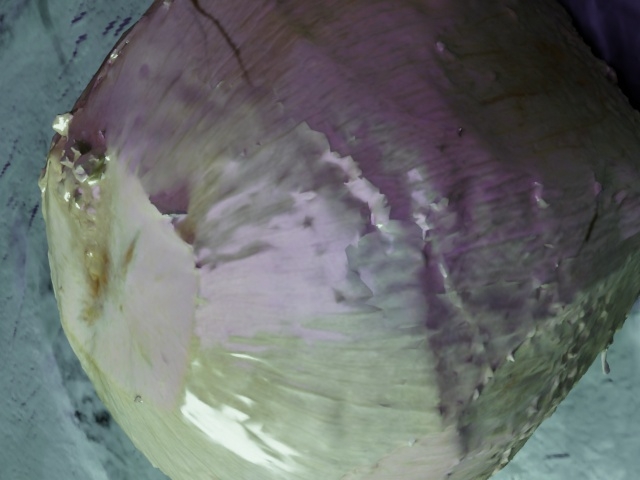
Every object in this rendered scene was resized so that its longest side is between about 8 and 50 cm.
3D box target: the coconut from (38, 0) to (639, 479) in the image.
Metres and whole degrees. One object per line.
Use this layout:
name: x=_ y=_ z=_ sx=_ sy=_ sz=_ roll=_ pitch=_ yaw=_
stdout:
coconut: x=0.000 y=0.000 z=0.720 sx=0.297 sy=0.254 sz=0.297 roll=12 pitch=110 yaw=36
